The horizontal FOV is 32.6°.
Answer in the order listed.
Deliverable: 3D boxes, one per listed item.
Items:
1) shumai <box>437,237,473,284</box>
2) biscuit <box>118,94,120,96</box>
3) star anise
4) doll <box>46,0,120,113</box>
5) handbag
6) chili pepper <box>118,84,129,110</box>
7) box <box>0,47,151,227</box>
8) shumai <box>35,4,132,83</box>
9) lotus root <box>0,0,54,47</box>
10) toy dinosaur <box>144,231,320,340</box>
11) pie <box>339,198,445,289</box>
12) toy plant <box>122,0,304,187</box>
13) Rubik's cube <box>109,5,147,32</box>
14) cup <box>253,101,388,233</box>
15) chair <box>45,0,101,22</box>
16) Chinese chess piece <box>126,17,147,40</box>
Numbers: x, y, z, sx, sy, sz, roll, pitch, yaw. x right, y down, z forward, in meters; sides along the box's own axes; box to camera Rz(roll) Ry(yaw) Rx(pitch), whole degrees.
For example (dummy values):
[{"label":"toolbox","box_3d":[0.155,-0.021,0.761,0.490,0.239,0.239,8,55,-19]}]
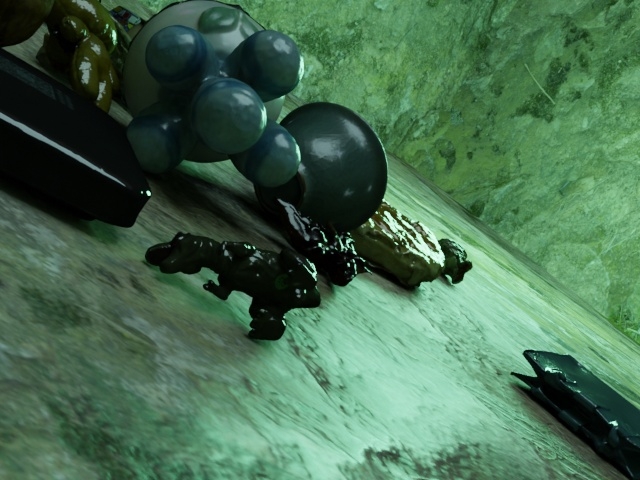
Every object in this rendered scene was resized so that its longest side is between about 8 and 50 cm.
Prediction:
[{"label":"shumai","box_3d":[0.244,0.048,2.066,0.082,0.083,0.080,6,44,-1]},{"label":"biscuit","box_3d":[-0.328,-0.265,1.723,0.188,0.052,0.056,33,22,2]},{"label":"star anise","box_3d":[-0.003,0.003,1.447,0.157,0.053,0.212,36,12,7]},{"label":"doll","box_3d":[-0.321,-0.244,1.444,0.137,0.097,0.209,55,18,-48]},{"label":"handbag","box_3d":[0.384,0.243,1.525,0.229,0.062,0.179,40,15,34]},{"label":"chili pepper","box_3d":[-0.230,-0.205,1.641,0.224,0.098,0.061,45,-17,18]},{"label":"box","box_3d":[-0.304,-0.129,1.049,0.289,0.073,0.290,30,10,-26]},{"label":"shumai","box_3d":[-0.351,-0.278,1.587,0.145,0.145,0.116,36,51,12]},{"label":"lotus root","box_3d":[-0.437,-0.317,1.307,0.193,0.193,0.291,36,11,16]},{"label":"toy dinosaur","box_3d":[-0.068,0.020,1.047,0.187,0.087,0.179,32,11,-18]},{"label":"pie","box_3d":[0.066,-0.032,1.793,0.339,0.083,0.339,33,12,-8]},{"label":"toy plant","box_3d":[-0.134,-0.176,1.385,0.247,0.247,0.332,31,10,-18]},{"label":"Rubik's cube","box_3d":[-0.369,-0.383,2.045,0.111,0.093,0.111,34,10,-7]},{"label":"cup","box_3d":[-0.023,-0.090,1.554,0.199,0.199,0.150,36,27,15]},{"label":"chair","box_3d":[-0.446,-0.501,1.990,0.145,0.221,0.140,33,9,3]},{"label":"Chinese chess piece","box_3d":[-0.228,-0.266,1.873,0.270,0.112,0.270,34,9,-6]}]
